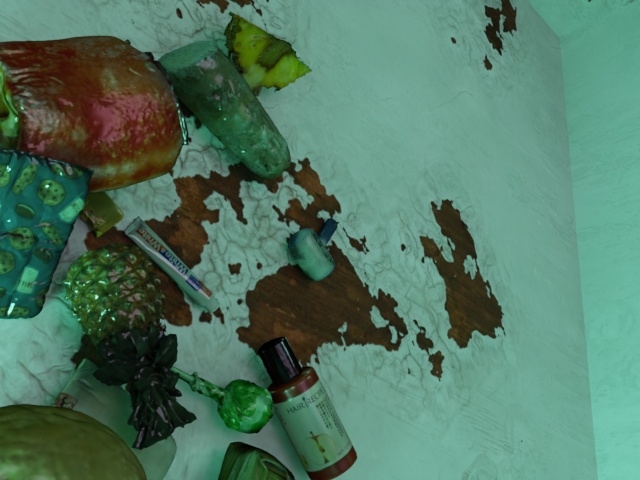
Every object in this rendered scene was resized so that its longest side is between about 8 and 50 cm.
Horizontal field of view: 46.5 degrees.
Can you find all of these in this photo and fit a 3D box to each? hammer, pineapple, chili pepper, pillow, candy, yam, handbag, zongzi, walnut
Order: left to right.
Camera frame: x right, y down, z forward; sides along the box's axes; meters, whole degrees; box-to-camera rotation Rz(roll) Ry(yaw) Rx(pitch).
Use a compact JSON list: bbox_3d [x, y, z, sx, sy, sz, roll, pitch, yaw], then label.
[{"bbox_3d":[-0.441,-0.005,1.042,0.189,0.034,0.255,13,107,-47],"label":"pillow"},{"bbox_3d":[-0.371,0.347,0.886,0.333,0.333,0.332,23,57,-41],"label":"walnut"},{"bbox_3d":[-0.392,-0.194,1.149,0.305,0.229,0.251,-17,101,-51],"label":"chili pepper"},{"bbox_3d":[-0.378,-0.054,1.254,0.083,0.027,0.061,52,45,-12],"label":"handbag"},{"bbox_3d":[-0.315,0.294,1.150,0.229,0.051,0.128,51,30,-23],"label":"pillow"},{"bbox_3d":[-0.293,0.161,1.138,0.170,0.141,0.309,12,53,-66],"label":"pineapple"},{"bbox_3d":[-0.219,0.242,1.280,0.323,0.097,0.097,33,50,-25],"label":"candy"},{"bbox_3d":[-0.179,-0.256,1.496,0.330,0.133,0.133,51,42,-23],"label":"yam"},{"bbox_3d":[-0.158,-0.390,1.619,0.250,0.164,0.140,10,27,-51],"label":"pineapple"},{"bbox_3d":[-0.095,0.529,1.252,0.300,0.139,0.286,55,45,-37],"label":"zongzi"},{"bbox_3d":[0.000,0.000,1.642,0.116,0.070,0.194,55,33,-15],"label":"hammer"}]

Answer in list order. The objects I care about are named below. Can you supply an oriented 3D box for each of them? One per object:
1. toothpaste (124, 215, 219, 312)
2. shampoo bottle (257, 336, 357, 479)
[{"bbox_3d":[-0.264,0.049,1.339,0.218,0.033,0.052,48,39,-17],"label":"toothpaste"},{"bbox_3d":[-0.034,0.315,1.421,0.104,0.104,0.278,-33,99,-50],"label":"shampoo bottle"}]
